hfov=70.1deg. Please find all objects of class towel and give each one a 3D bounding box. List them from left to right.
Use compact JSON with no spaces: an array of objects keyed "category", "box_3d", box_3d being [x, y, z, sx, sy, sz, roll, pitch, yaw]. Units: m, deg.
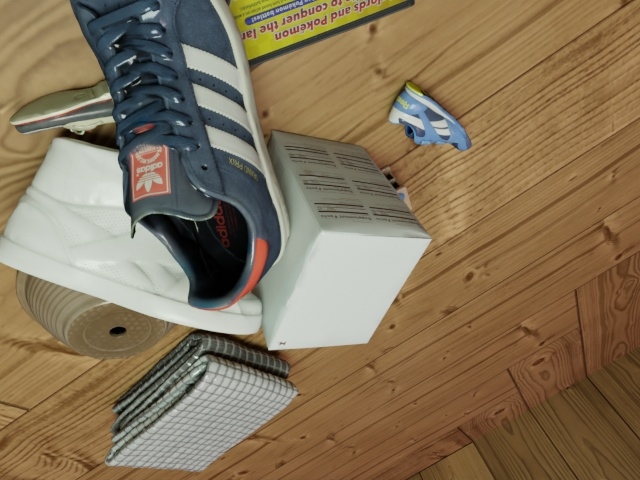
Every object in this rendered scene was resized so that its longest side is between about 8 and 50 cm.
[{"category":"towel","box_3d":[-0.219,0.303,0.850,0.283,0.121,0.235,-42,137,13]}]

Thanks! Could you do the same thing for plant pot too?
[{"category":"plant pot","box_3d":[-0.274,0.082,0.614,0.237,0.110,0.237,-13,136,-13]}]

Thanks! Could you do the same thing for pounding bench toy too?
[{"category":"pounding bench toy","box_3d":[0.085,-0.058,0.684,0.083,0.065,0.052,-28,137,2]}]

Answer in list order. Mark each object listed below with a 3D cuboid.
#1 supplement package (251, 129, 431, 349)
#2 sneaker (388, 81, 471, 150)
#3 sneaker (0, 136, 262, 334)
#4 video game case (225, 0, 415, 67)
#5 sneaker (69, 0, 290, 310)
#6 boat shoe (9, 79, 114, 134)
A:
[{"category":"supplement package","box_3d":[0.000,0.000,0.598,0.149,0.203,0.194,3,130,-28]},{"category":"sneaker","box_3d":[0.152,-0.159,0.632,0.144,0.053,0.059,26,116,-31]},{"category":"sneaker","box_3d":[-0.175,-0.008,0.514,0.292,0.108,0.169,24,85,-22]},{"category":"video game case","box_3d":[-0.050,-0.298,0.412,0.274,0.035,0.248,-23,137,-5]},{"category":"sneaker","box_3d":[-0.127,-0.092,0.387,0.131,0.148,0.350,-12,117,23]},{"category":"boat shoe","box_3d":[-0.242,-0.132,0.471,0.137,0.049,0.043,-22,139,-13]}]
